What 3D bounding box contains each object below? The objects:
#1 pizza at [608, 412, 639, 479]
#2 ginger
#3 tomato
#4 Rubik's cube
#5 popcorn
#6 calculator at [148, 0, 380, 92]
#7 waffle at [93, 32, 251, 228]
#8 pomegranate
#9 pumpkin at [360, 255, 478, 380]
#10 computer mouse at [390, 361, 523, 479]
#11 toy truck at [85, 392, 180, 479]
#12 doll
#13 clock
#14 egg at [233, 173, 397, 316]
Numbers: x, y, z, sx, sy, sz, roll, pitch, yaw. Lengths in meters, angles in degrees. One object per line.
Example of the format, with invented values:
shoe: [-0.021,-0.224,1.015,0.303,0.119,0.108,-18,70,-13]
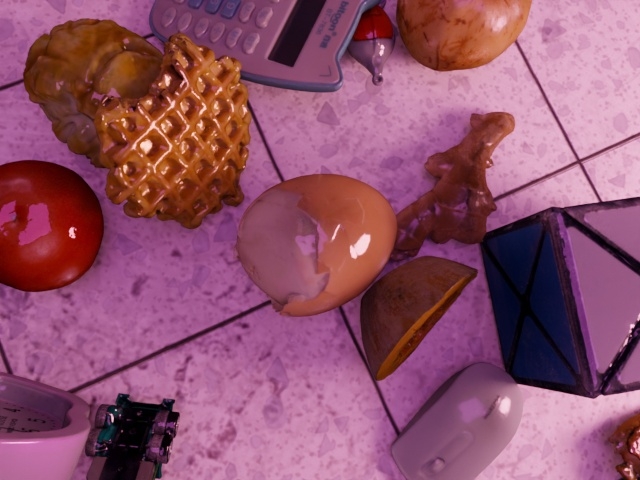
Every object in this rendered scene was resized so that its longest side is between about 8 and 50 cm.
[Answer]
pizza: [0.562,0.371,0.839,0.147,0.069,0.226,-40,81,-23]
ginger: [0.231,-0.092,0.880,0.148,0.081,0.334,28,78,15]
tomato: [-0.416,-0.023,0.771,0.195,0.136,0.195,1,81,-6]
Rubik's cube: [0.419,0.079,0.777,0.255,0.260,0.259,-8,84,-6]
popcorn: [-0.318,-0.227,0.795,0.221,0.184,0.204,39,49,4]
calculator: [-0.103,-0.383,0.874,0.386,0.054,0.256,23,80,11]
waffle: [-0.198,-0.150,0.761,0.051,0.291,0.291,17,77,36]
pomegranate: [0.231,-0.387,0.859,0.215,0.215,0.215,1,81,-5]
pumpkin: [0.127,0.095,0.783,0.217,0.217,0.110,-40,63,-10]
computer mouse: [0.215,0.291,0.815,0.128,0.079,0.231,40,82,4]
toy truck: [-0.262,0.323,0.713,0.110,0.116,0.216,7,37,-4]
doll: [0.080,-0.368,0.907,0.102,0.075,0.227,-10,78,-6]
clock: [-0.455,0.231,0.631,0.338,0.338,0.102,16,82,-3]
egg: [0.000,0.000,0.778,0.244,0.201,0.201,-21,83,-21]
